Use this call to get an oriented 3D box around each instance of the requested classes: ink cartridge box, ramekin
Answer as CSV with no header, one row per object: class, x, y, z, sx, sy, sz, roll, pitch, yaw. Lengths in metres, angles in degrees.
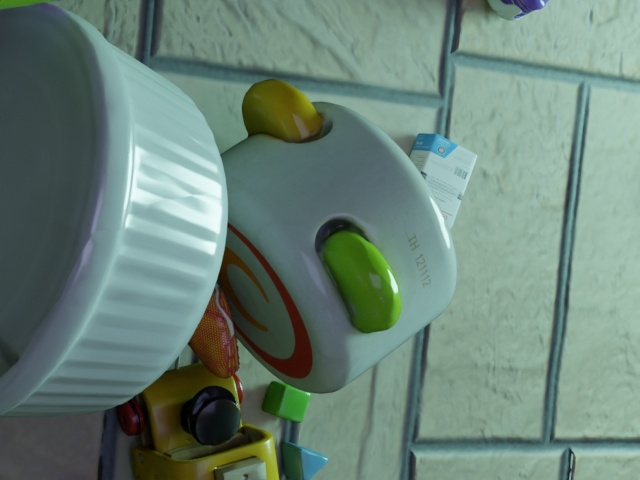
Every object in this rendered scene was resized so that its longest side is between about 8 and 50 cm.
ink cartridge box,0.092,-0.042,1.307,0.048,0.028,0.083,25,82,-30
ramekin,-0.177,-0.008,1.022,0.127,0.273,0.273,18,86,-43

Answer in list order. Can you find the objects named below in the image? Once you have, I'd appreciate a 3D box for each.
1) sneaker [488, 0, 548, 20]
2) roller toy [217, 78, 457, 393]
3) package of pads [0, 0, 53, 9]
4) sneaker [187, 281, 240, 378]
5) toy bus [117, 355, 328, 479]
sneaker,0.212,-0.252,1.334,0.068,0.071,0.170,43,73,-27
roller toy,0.000,0.000,1.163,0.146,0.191,0.209,-34,67,-23
package of pads,-0.157,-0.257,0.941,0.296,0.101,0.229,-17,120,-35
sneaker,-0.118,0.030,1.155,0.067,0.064,0.175,-30,83,-24
toy bus,-0.081,0.173,1.180,0.202,0.104,0.191,38,75,-29
